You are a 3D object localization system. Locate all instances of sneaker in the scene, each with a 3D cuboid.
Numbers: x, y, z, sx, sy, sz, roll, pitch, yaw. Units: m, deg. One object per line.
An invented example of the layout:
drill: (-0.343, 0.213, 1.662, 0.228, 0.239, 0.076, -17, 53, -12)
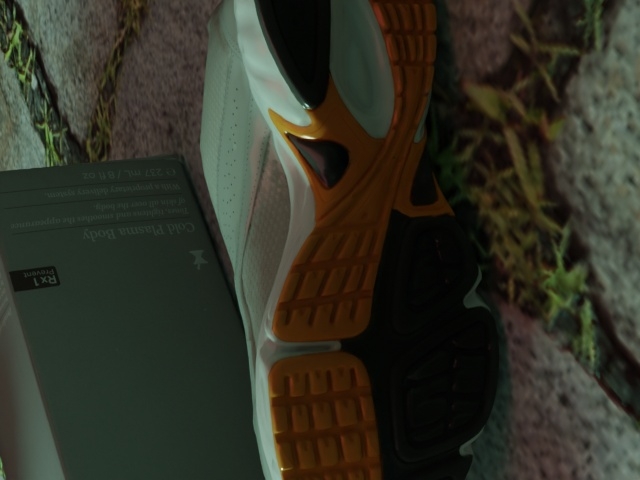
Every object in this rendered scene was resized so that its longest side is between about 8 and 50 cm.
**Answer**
sneaker: (0.000, 0.000, 0.516, 0.121, 0.099, 0.262, 160, 109, -66)

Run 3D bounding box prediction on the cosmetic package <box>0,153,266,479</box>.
cosmetic package: (-0.109, 0.080, 0.663, 0.238, 0.127, 0.107, 64, 143, 25)
